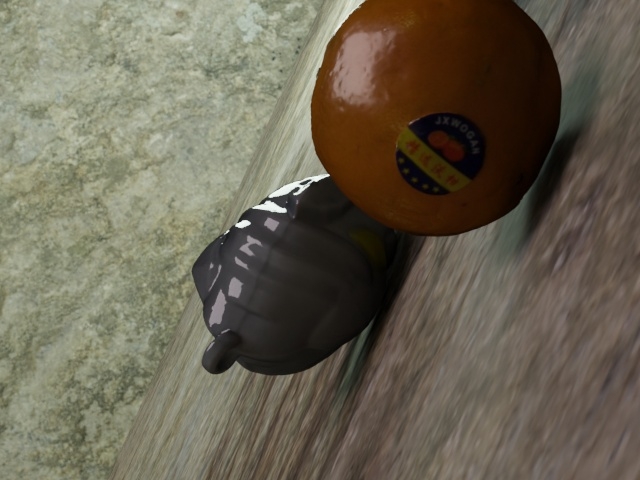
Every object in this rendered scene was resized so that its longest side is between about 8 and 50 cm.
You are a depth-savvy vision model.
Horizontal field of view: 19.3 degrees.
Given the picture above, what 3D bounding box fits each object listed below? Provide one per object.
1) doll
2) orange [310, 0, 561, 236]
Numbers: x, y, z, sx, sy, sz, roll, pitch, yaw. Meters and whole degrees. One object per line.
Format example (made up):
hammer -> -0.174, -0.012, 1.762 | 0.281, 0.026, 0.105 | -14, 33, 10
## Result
doll -> 0.000, 0.000, 0.814 | 0.180, 0.079, 0.094 | -53, -20, -46
orange -> 0.036, -0.042, 0.590 | 0.083, 0.083, 0.084 | -155, 90, -85
